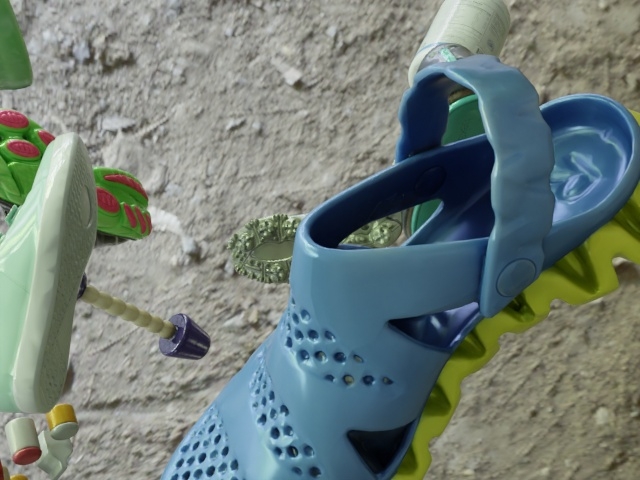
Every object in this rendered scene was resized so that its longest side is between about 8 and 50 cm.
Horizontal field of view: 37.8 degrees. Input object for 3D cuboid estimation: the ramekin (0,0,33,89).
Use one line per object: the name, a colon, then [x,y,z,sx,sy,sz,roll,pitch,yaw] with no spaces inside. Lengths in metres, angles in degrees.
ramekin: [-0.455,-0.288,1.042,0.148,0.303,0.303,-26,82,-17]

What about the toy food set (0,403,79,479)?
toy food set: [-0.411,0.335,1.311,0.111,0.232,0.104,8,45,-43]

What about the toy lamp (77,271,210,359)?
toy lamp: [-0.297,0.124,1.511,0.275,0.080,0.080,30,63,-33]

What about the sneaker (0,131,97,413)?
sneaker: [-0.282,0.016,0.800,0.151,0.094,0.255,3,65,6]

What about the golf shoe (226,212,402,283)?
golf shoe: [0.000,0.000,0.911,0.176,0.086,0.069,-11,90,17]

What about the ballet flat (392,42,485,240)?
ballet flat: [0.089,-0.069,0.695,0.074,0.203,0.074,0,58,0]

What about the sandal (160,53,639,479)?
sandal: [0.026,0.029,0.450,0.317,0.126,0.138,-48,133,2]

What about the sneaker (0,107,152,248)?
sneaker: [-0.491,-0.071,1.627,0.202,0.483,0.185,-26,62,18]

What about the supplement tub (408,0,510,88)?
supplement tub: [0.128,-0.173,0.854,0.071,0.071,0.107,32,52,-6]
